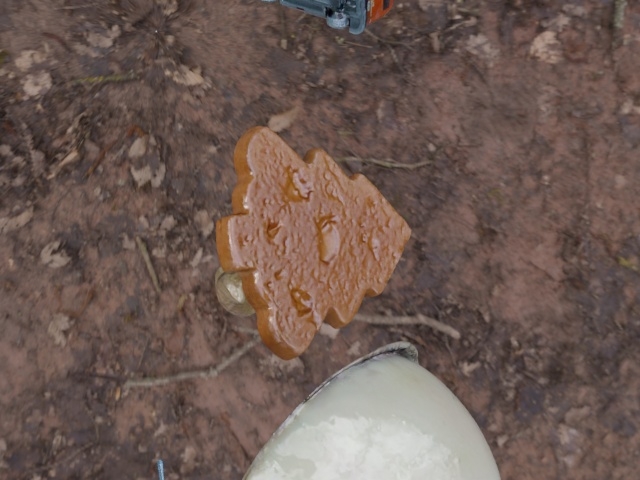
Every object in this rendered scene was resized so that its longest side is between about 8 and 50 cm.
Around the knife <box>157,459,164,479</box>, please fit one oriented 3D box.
[{"bbox_3d":[-0.290,0.450,1.416,0.010,0.027,0.096,-1,77,-32],"label":"knife"}]

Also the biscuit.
[{"bbox_3d":[0.000,0.000,0.981,0.306,0.043,0.284,-2,82,-41],"label":"biscuit"}]

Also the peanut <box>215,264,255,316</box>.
[{"bbox_3d":[-0.153,0.089,1.441,0.085,0.228,0.104,-36,101,-2],"label":"peanut"}]

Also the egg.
[{"bbox_3d":[0.048,0.248,0.700,0.286,0.174,0.264,-30,140,-33],"label":"egg"}]

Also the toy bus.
[{"bbox_3d":[-0.004,-0.425,1.232,0.120,0.265,0.121,-32,136,-38],"label":"toy bus"}]
